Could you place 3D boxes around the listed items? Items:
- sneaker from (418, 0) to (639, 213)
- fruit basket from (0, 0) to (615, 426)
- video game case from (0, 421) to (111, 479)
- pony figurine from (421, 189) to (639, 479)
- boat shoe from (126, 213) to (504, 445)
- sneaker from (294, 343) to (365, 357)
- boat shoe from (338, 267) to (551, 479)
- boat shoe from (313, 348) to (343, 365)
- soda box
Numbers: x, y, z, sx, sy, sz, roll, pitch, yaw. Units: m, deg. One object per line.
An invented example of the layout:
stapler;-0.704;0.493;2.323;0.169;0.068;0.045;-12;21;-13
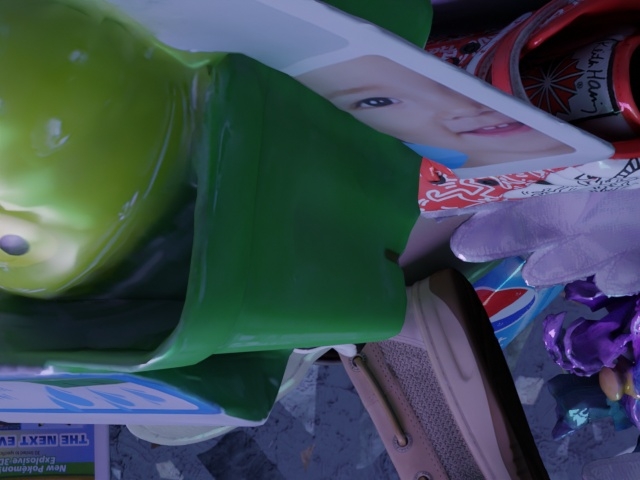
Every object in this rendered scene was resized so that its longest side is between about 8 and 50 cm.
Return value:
sneaker;0.053;-0.057;0.710;0.270;0.090;0.145;-5;174;4
fruit basket;-0.154;-0.038;0.434;0.327;0.165;0.353;-5;171;44
video game case;-0.338;0.109;1.376;0.329;0.300;0.036;-1;-176;-7
pony figurine;0.242;0.054;0.951;0.351;0.303;0.363;-14;167;-5
boat shoe;0.002;0.002;1.072;0.340;0.113;0.127;-38;138;24
sneaker;-0.122;0.017;0.989;0.384;0.147;0.145;-15;160;42
boat shoe;0.091;0.172;1.002;0.098;0.302;0.109;-22;172;13
boat shoe;-0.112;0.036;1.235;0.305;0.091;0.109;6;151;-14
soda box;0.124;0.022;1.208;0.067;0.071;0.210;2;143;-37
